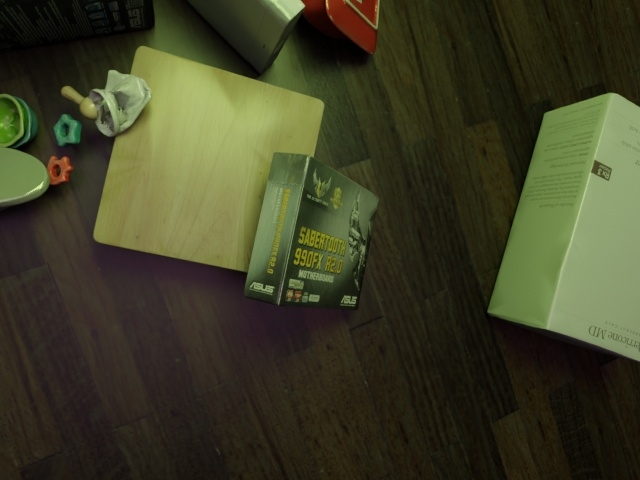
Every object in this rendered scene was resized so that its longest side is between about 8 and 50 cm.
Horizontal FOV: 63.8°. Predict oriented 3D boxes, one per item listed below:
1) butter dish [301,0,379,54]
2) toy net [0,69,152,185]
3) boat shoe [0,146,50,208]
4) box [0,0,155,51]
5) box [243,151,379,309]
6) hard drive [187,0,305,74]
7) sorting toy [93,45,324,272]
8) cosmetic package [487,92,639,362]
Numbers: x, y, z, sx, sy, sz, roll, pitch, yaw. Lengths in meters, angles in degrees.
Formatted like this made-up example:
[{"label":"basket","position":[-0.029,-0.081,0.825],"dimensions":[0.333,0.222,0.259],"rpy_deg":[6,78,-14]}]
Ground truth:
[{"label":"butter dish","position":[0.014,-0.371,0.762],"dimensions":[0.160,0.118,0.160],"rpy_deg":[5,89,-60]},{"label":"toy net","position":[-0.314,-0.141,0.641],"dimensions":[0.232,0.045,0.122],"rpy_deg":[-12,86,19]},{"label":"boat shoe","position":[-0.452,-0.062,0.641],"dimensions":[0.227,0.081,0.079],"rpy_deg":[-7,72,-10]},{"label":"box","position":[-0.337,-0.297,0.510],"dimensions":[0.318,0.395,0.097],"rpy_deg":[-19,97,-14]},{"label":"box","position":[0.000,0.000,0.707],"dimensions":[0.056,0.231,0.183],"rpy_deg":[10,86,29]},{"label":"hard drive","position":[-0.162,-0.366,0.658],"dimensions":[0.307,0.203,0.040],"rpy_deg":[43,79,-12]},{"label":"sorting toy","position":[-0.151,-0.097,0.720],"dimensions":[0.255,0.089,0.257],"rpy_deg":[13,87,-15]},{"label":"cosmetic package","position":[0.454,-0.016,0.860],"dimensions":[0.217,0.156,0.385],"rpy_deg":[17,84,-17]}]
